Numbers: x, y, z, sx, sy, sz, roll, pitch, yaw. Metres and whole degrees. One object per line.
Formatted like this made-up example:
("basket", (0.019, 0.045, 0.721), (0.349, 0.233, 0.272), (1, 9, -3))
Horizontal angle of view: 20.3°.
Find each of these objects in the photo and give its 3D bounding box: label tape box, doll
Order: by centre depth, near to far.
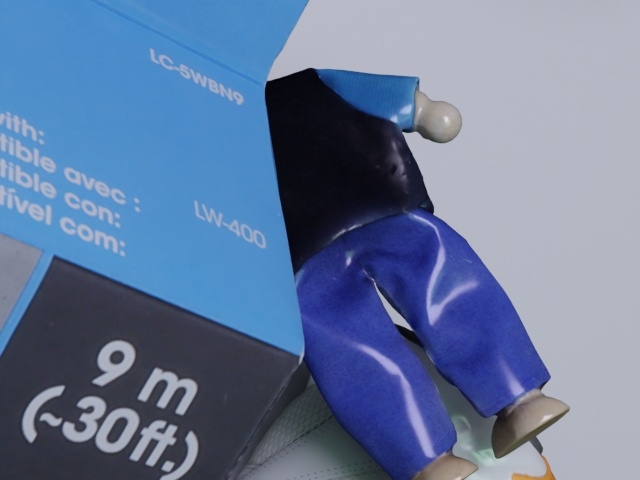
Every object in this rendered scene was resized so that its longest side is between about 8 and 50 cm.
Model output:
("label tape box", (-0.141, 0.014, 0.460), (0.240, 0.106, 0.334), (25, 103, -32))
("doll", (0.000, 0.000, 0.608), (0.129, 0.046, 0.189), (-32, 78, -9))

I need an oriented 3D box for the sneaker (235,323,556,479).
("sneaker", (0.074, 0.152, 0.641), (0.262, 0.099, 0.121), (38, 74, 10))
